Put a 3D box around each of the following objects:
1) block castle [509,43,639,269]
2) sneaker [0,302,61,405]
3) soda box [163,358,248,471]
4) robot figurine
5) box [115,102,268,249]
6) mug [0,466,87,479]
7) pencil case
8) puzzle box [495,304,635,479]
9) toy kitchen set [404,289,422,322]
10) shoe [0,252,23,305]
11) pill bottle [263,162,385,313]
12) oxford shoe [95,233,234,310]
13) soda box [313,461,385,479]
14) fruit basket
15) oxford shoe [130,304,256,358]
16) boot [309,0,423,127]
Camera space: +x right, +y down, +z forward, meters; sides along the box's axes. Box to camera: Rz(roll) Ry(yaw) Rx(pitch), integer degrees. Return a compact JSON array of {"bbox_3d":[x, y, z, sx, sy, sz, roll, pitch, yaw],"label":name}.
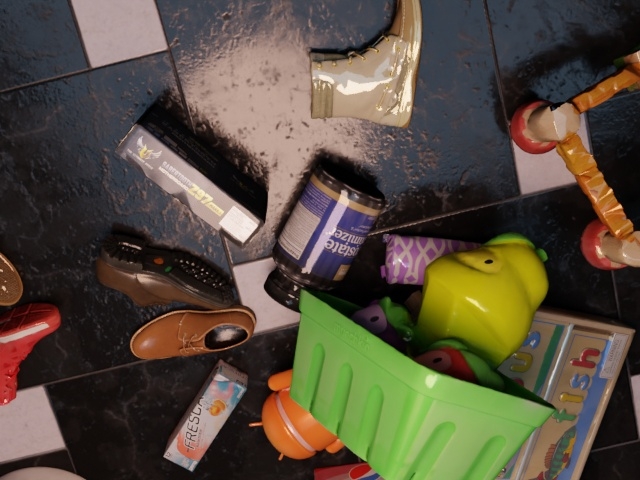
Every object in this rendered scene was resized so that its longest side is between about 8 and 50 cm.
[{"bbox_3d":[0.546,-0.176,1.448,0.453,0.213,0.303,-32,94,1],"label":"block castle"},{"bbox_3d":[-0.498,0.189,1.594,0.221,0.087,0.128,-19,116,16],"label":"sneaker"},{"bbox_3d":[-0.192,0.293,1.634,0.058,0.063,0.183,30,104,-10],"label":"soda box"},{"bbox_3d":[-0.006,0.272,1.602,0.219,0.158,0.128,-35,63,8],"label":"robot figurine"},{"bbox_3d":[-0.184,-0.100,1.453,0.232,0.183,0.059,39,101,-11],"label":"box"},{"bbox_3d":[-0.511,0.604,1.580,0.276,0.328,0.374,35,103,-11],"label":"mug"},{"bbox_3d":[0.198,0.042,1.563,0.206,0.086,0.088,7,141,-2],"label":"pencil case"},{"bbox_3d":[0.335,0.303,1.601,0.272,0.052,0.409,11,103,-25],"label":"puzzle box"},{"bbox_3d":[0.185,0.126,1.619,0.083,0.075,0.068,56,142,17],"label":"toy kitchen set"},{"bbox_3d":[-0.568,0.025,1.550,0.219,0.058,0.076,42,70,-17],"label":"shoe"},{"bbox_3d":[0.000,0.000,1.521,0.122,0.123,0.219,26,105,-9],"label":"pill bottle"},{"bbox_3d":[-0.250,0.068,1.567,0.227,0.083,0.096,21,123,-7],"label":"oxford shoe"},{"bbox_3d":[0.124,0.432,1.677,0.263,0.083,0.092,-7,108,0],"label":"soda box"},{"bbox_3d":[0.165,0.134,1.387,0.283,0.392,0.392,21,107,-33],"label":"fruit basket"},{"bbox_3d":[-0.211,0.155,1.587,0.212,0.076,0.076,-14,108,4],"label":"oxford shoe"},{"bbox_3d":[0.065,-0.279,1.464,0.165,0.077,0.213,5,110,-1],"label":"boot"}]
